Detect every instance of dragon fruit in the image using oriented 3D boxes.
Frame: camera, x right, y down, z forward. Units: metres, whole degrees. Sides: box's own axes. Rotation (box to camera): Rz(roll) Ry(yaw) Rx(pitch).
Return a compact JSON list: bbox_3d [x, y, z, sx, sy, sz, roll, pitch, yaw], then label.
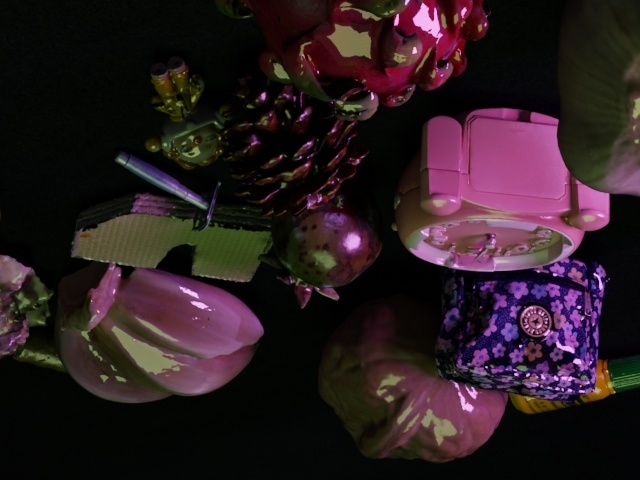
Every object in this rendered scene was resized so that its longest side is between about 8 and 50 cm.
[{"bbox_3d":[0.014,-0.233,1.222,0.198,0.273,0.218,-34,161,-34],"label":"dragon fruit"}]

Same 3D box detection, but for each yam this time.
[{"bbox_3d":[-0.338,0.183,2.021,0.253,0.061,0.061,17,145,-24],"label":"yam"}]

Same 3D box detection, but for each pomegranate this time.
[{"bbox_3d":[-0.003,0.001,1.620,0.149,0.148,0.169,17,122,-25],"label":"pomegranate"}]

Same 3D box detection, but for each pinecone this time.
[{"bbox_3d":[-0.037,-0.110,1.451,0.174,0.173,0.173,1,149,0],"label":"pinecone"}]

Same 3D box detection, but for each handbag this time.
[{"bbox_3d":[0.264,0.096,1.728,0.229,0.207,0.127,9,161,-6],"label":"handbag"}]

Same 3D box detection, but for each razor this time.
[{"bbox_3d":[-0.189,-0.070,1.616,0.135,0.068,0.040,30,137,-21],"label":"razor"}]

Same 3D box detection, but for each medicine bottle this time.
[{"bbox_3d":[0.420,0.212,2.047,0.261,0.064,0.095,-16,145,24],"label":"medicine bottle"}]

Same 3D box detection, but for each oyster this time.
[{"bbox_3d":[-0.510,0.122,1.861,0.238,0.114,0.351,26,125,-36],"label":"oyster"}]

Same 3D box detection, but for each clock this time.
[{"bbox_3d":[0.199,-0.050,1.566,0.227,0.142,0.241,6,158,-7],"label":"clock"}]

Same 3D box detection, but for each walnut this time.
[{"bbox_3d":[0.132,0.194,1.865,0.227,0.273,0.273,-27,159,-26],"label":"walnut"}]

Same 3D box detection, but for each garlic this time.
[{"bbox_3d":[-0.244,0.141,1.887,0.279,0.132,0.325,-20,139,39],"label":"garlic"},{"bbox_3d":[0.360,-0.177,1.239,0.318,0.259,0.317,18,128,24],"label":"garlic"}]

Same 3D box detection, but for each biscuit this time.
[{"bbox_3d":[-0.190,-0.006,1.716,0.250,0.046,0.147,7,149,-12],"label":"biscuit"}]

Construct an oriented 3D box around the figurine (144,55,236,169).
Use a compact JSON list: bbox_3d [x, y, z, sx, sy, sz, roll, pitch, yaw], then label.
[{"bbox_3d":[-0.154,-0.138,1.482,0.101,0.068,0.143,-41,136,11],"label":"figurine"}]
